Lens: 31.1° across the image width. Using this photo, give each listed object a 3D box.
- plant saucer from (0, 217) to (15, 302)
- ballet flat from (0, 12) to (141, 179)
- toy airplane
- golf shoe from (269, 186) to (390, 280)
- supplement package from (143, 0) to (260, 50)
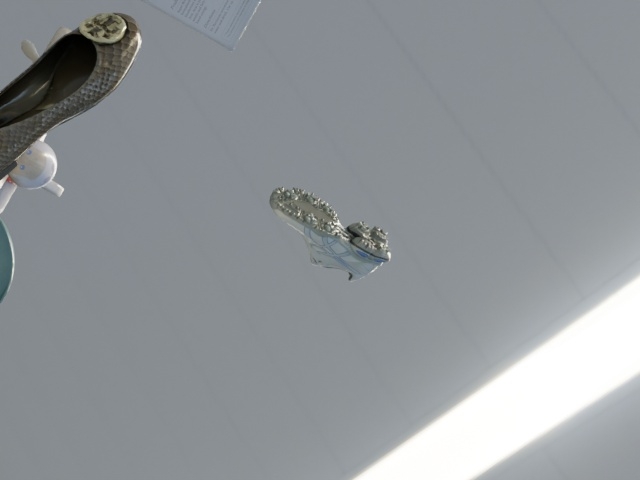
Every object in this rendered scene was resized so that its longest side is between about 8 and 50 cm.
[{"bbox_3d":[-0.335,0.015,1.109,0.119,0.021,0.119,4,-82,29],"label":"plant saucer"},{"bbox_3d":[-0.274,-0.145,1.121,0.084,0.250,0.058,33,-22,33],"label":"ballet flat"},{"bbox_3d":[-0.559,-0.149,2.016,0.272,0.384,0.386,23,-55,28],"label":"toy airplane"},{"bbox_3d":[0.000,0.000,1.454,0.176,0.069,0.086,29,-56,-19],"label":"golf shoe"},{"bbox_3d":[-0.214,-0.427,1.654,0.293,0.175,0.178,29,-79,-13],"label":"supplement package"}]
